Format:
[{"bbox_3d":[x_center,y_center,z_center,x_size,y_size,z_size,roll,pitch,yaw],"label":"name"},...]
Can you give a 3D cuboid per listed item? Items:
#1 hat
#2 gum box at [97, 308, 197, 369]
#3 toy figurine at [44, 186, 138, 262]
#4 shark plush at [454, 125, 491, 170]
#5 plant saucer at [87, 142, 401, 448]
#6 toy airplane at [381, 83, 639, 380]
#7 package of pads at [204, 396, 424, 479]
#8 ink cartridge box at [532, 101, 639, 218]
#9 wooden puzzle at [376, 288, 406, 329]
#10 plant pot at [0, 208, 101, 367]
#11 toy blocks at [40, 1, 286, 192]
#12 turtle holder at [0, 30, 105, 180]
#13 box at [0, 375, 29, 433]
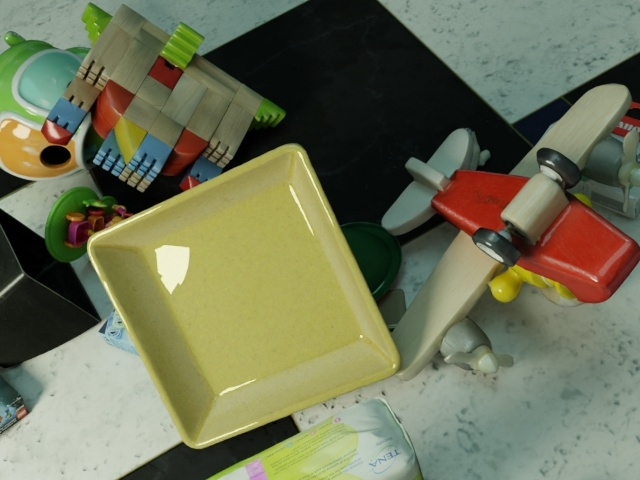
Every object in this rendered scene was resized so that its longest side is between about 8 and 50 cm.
[{"bbox_3d":[0.000,0.000,1.194,0.173,0.183,0.208,29,69,40],"label":"hat"},{"bbox_3d":[-0.225,0.116,1.272,0.184,0.041,0.157,16,58,24],"label":"gum box"},{"bbox_3d":[-0.328,-0.009,1.340,0.159,0.130,0.173,18,19,22],"label":"toy figurine"},{"bbox_3d":[0.219,-0.111,1.333,0.067,0.073,0.161,9,76,44],"label":"shark plush"},{"bbox_3d":[-0.099,0.077,1.120,0.332,0.333,0.081,-23,7,13],"label":"plant saucer"},{"bbox_3d":[0.265,-0.007,1.123,0.386,0.272,0.384,-33,28,38],"label":"toy airplane"},{"bbox_3d":[-0.021,0.317,0.944,0.296,0.229,0.101,-26,52,-5],"label":"package of pads"},{"bbox_3d":[0.455,-0.155,1.282,0.181,0.056,0.225,26,66,30],"label":"ink cartridge box"},{"bbox_3d":[0.090,0.106,1.211,0.078,0.014,0.116,-1,53,10],"label":"wooden puzzle"},{"bbox_3d":[-0.492,0.088,1.290,0.167,0.187,0.188,-42,53,-1],"label":"plant pot"},{"bbox_3d":[-0.280,-0.206,1.387,0.381,0.190,0.261,32,58,-16],"label":"toy blocks"},{"bbox_3d":[-0.483,-0.237,1.518,0.227,0.243,0.320,20,20,11],"label":"turtle holder"},{"bbox_3d":[-0.579,0.237,1.252,0.233,0.044,0.159,31,52,32],"label":"box"}]
